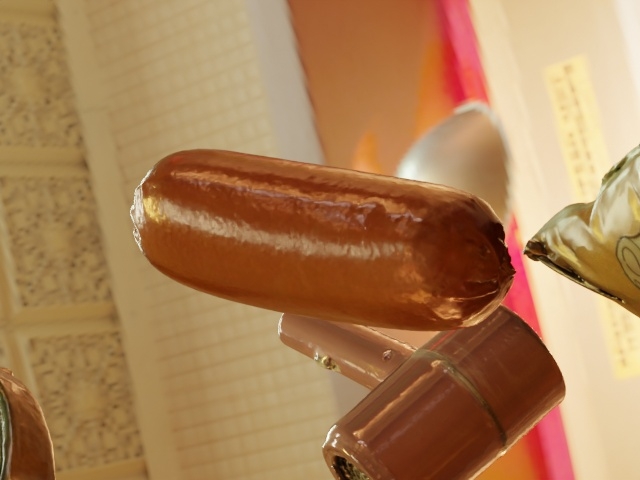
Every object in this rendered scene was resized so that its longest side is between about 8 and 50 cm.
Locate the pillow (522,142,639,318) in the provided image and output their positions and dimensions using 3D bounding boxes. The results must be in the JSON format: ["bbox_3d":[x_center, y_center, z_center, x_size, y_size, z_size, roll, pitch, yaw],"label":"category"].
[{"bbox_3d":[0.303,0.002,0.883,0.312,0.310,0.119,30,-132,-3],"label":"pillow"}]

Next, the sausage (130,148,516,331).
[{"bbox_3d":[0.000,0.000,0.788,0.076,0.197,0.076,-22,-64,-56],"label":"sausage"}]

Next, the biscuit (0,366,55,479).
[{"bbox_3d":[-0.258,0.241,1.154,0.057,0.287,0.344,28,-125,-44],"label":"biscuit"}]

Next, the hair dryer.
[{"bbox_3d":[0.048,0.139,1.639,0.210,0.352,0.125,-39,-58,-21],"label":"hair dryer"}]
